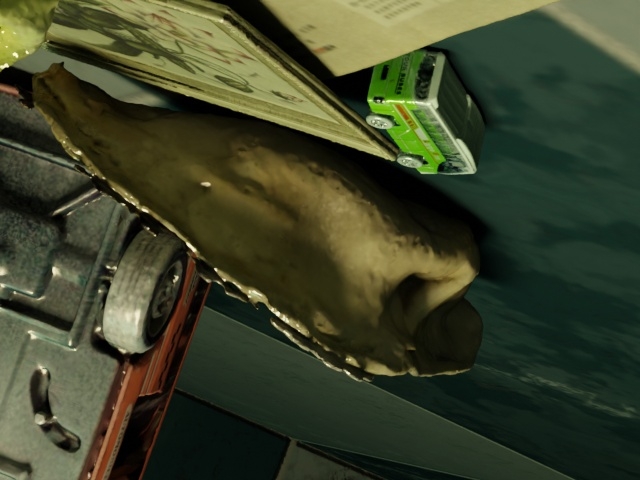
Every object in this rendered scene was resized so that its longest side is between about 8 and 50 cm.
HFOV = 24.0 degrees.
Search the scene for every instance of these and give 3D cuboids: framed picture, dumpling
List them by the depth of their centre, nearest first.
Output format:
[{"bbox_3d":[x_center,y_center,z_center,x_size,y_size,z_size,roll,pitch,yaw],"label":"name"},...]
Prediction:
[{"bbox_3d":[-0.092,-0.095,0.681,0.231,0.010,0.173,20,174,31],"label":"framed picture"},{"bbox_3d":[0.001,-0.004,0.812,0.332,0.086,0.166,26,-167,-32],"label":"dumpling"}]

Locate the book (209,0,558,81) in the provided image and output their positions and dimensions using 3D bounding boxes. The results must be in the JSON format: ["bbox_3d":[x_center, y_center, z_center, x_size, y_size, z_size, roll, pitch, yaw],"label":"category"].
[{"bbox_3d":[-0.073,-0.134,0.515,0.282,0.025,0.215,26,166,-24],"label":"book"}]

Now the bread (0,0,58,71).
[{"bbox_3d":[-0.155,-0.100,0.472,0.129,0.111,0.114,-20,149,33],"label":"bread"}]

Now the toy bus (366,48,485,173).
[{"bbox_3d":[0.046,-0.055,0.649,0.037,0.031,0.083,6,163,23],"label":"toy bus"}]

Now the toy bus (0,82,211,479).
[{"bbox_3d":[-0.207,0.125,0.963,0.203,0.427,0.233,20,179,9],"label":"toy bus"}]
